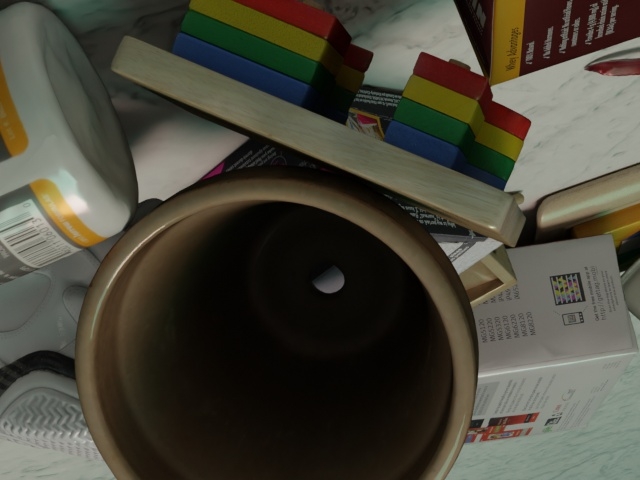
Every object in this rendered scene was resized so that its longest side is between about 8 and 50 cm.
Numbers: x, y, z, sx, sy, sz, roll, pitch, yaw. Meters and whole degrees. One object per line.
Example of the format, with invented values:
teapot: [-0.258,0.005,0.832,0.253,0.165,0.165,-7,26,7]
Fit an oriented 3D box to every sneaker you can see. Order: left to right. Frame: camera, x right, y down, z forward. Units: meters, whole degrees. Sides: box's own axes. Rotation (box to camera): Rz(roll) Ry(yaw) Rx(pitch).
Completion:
sneaker: [-0.258,0.036,1.418,0.365,0.210,0.137,10,168,21]

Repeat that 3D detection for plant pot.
plant pot: [-0.014,0.054,1.288,0.263,0.263,0.229,-27,-169,17]

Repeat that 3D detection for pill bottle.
pill bottle: [-0.271,-0.029,1.198,0.278,0.162,0.162,-23,159,9]

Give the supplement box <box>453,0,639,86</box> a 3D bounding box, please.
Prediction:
supplement box: [0.175,-0.218,1.173,0.194,0.129,0.191,-19,159,-3]

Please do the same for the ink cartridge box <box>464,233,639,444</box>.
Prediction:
ink cartridge box: [0.157,0.117,1.928,0.271,0.130,0.309,-8,161,-5]

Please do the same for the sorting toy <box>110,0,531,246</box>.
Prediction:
sorting toy: [0.022,-0.089,1.238,0.257,0.089,0.255,23,-179,8]

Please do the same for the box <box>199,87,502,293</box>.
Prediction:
box: [0.000,0.000,1.532,0.163,0.142,0.247,4,149,-46]

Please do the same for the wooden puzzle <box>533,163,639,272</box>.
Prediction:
wooden puzzle: [0.324,-0.014,1.922,0.221,0.044,0.239,-19,159,-2]

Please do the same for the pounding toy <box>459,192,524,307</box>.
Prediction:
pounding toy: [0.116,0.001,1.730,0.141,0.100,0.130,-29,143,16]

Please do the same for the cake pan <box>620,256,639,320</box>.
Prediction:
cake pan: [0.434,0.001,1.951,0.293,0.054,0.293,-31,164,-10]

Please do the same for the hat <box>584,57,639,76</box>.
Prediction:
hat: [0.377,-0.185,1.584,0.173,0.183,0.208,-36,-164,51]
